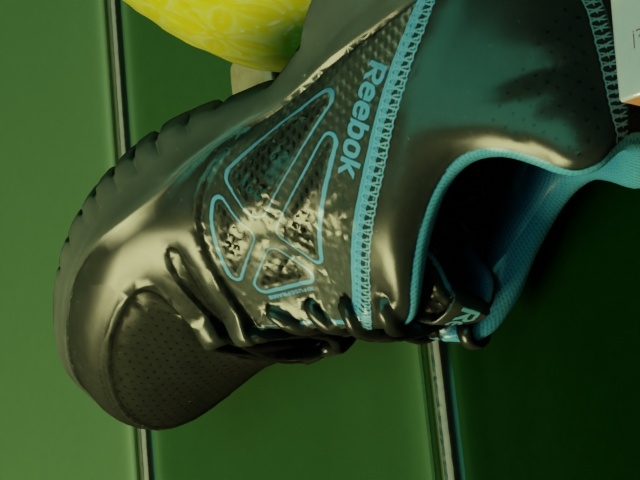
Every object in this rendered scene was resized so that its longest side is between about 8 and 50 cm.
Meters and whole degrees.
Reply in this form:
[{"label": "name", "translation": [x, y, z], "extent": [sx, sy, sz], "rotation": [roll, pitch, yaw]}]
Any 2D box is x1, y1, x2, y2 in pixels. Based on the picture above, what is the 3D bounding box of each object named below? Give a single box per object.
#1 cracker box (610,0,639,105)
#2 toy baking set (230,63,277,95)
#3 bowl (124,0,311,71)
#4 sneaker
[{"label": "cracker box", "translation": [0.170, -0.171, 0.644], "extent": [0.155, 0.067, 0.232], "rotation": [-17, 70, 49]}, {"label": "toy baking set", "translation": [-0.005, -0.181, 0.886], "extent": [0.256, 0.030, 0.197], "rotation": [-54, 47, 30]}, {"label": "bowl", "translation": [-0.047, -0.227, 0.808], "extent": [0.289, 0.156, 0.289], "rotation": [-7, 79, 40]}, {"label": "sneaker", "translation": [0.000, 0.000, 0.780], "extent": [0.341, 0.125, 0.140], "rotation": [-46, 56, 39]}]
